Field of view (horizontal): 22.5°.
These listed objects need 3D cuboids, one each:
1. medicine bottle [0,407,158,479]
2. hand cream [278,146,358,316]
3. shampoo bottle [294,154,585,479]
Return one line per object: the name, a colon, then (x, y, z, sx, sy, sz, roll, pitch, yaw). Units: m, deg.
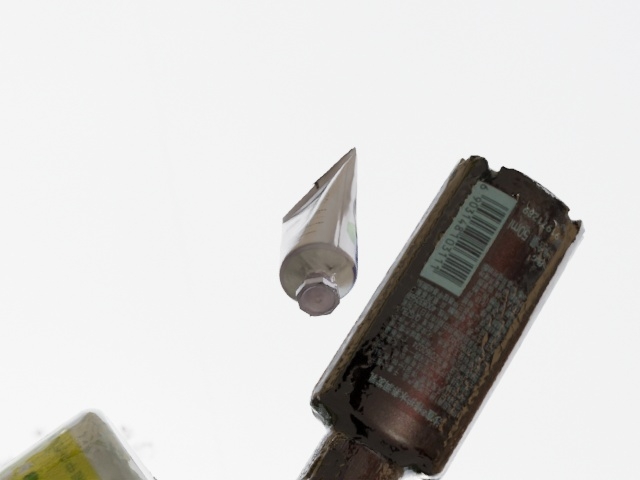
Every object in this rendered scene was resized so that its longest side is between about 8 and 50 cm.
medicine bottle: (-0.198, 0.228, 0.963, 0.258, 0.143, 0.143, -37, -96, -7)
hand cream: (0.000, 0.000, 1.126, 0.053, 0.142, 0.084, 37, -62, -21)
shampoo bottle: (0.086, 0.089, 1.279, 0.129, 0.084, 0.323, 33, -111, -2)
